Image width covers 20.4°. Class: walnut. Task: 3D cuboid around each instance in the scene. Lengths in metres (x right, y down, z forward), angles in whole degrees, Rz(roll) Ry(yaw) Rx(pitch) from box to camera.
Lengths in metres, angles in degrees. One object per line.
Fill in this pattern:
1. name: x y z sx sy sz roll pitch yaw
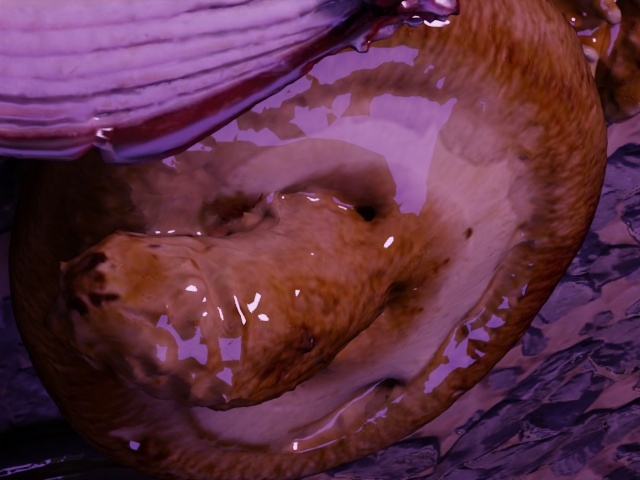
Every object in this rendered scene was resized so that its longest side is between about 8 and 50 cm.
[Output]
1. walnut: 0.184 -0.136 1.042 0.143 0.069 0.170 6 128 -36

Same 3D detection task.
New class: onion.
1. onion: -0.077 -0.146 0.766 0.283 0.120 0.227 15 110 -14

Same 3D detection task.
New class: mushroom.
1. mushroom: -0.007 -0.018 0.953 0.345 0.239 0.345 -14 161 -5

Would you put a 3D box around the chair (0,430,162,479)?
1. chair: -0.138 0.368 1.132 0.362 0.410 0.364 18 123 -44
